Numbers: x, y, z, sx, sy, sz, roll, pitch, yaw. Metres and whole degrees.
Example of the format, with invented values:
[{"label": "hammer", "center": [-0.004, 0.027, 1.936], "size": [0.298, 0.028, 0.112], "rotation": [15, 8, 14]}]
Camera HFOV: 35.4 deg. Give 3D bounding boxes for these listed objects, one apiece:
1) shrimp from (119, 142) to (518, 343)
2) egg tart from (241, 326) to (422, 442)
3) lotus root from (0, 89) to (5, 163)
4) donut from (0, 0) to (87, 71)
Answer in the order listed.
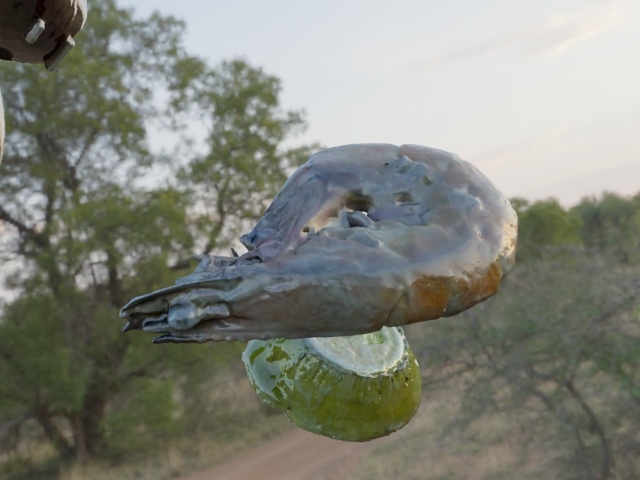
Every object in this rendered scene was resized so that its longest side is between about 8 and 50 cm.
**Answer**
[{"label": "shrimp", "center": [0.000, 0.000, 0.763], "size": [0.317, 0.164, 0.062], "rotation": [-12, -33, -13]}, {"label": "egg tart", "center": [0.021, 0.112, 1.014], "size": [0.197, 0.197, 0.078], "rotation": [-11, -40, -38]}, {"label": "lotus root", "center": [-0.407, -0.106, 1.000], "size": [0.183, 0.310, 0.183], "rotation": [-12, -5, -1]}, {"label": "donut", "center": [-0.235, -0.344, 0.892], "size": [0.136, 0.345, 0.259], "rotation": [17, -36, 0]}]
